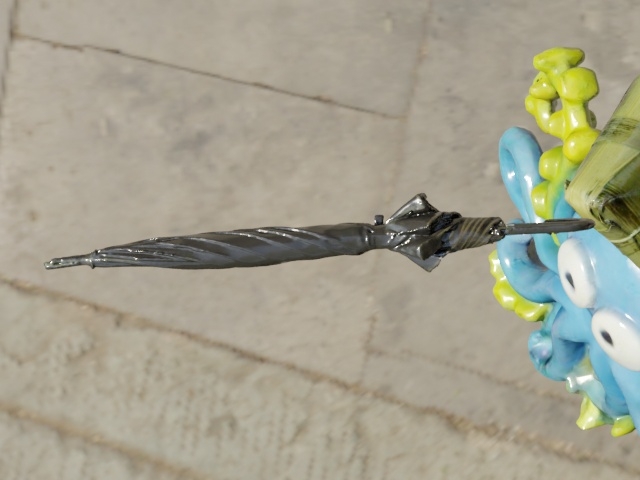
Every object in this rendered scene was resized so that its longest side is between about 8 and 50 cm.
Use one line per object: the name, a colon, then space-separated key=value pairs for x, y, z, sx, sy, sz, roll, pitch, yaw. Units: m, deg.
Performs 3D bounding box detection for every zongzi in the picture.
zongzi: x=0.208 y=-0.034 z=1.000 sx=0.113 sy=0.052 sz=0.104 roll=39 pitch=82 yaw=-29

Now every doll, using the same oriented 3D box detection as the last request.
doll: x=0.211 y=0.045 z=1.270 sx=0.099 sy=0.341 sz=0.346 roll=-20 pitch=73 yaw=-19

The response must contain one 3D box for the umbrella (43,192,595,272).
umbrella: x=0.000 y=0.000 z=0.446 sx=0.149 sy=0.022 sz=0.022 roll=-5 pitch=95 yaw=-5
